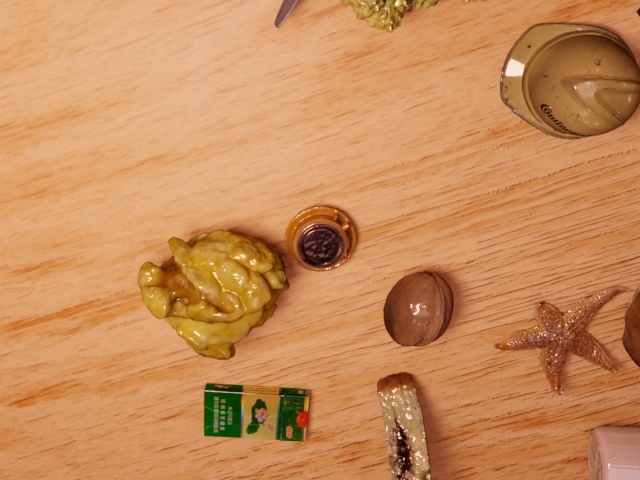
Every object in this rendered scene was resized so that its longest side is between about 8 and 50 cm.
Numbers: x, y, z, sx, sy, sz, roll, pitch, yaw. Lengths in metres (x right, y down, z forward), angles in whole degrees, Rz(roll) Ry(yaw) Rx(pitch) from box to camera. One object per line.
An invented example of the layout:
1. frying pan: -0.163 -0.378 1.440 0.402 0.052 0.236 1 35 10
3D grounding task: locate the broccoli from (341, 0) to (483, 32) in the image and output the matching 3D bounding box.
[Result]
1. broccoli: 0.143 -0.470 0.966 0.348 0.281 0.293 -19 120 8

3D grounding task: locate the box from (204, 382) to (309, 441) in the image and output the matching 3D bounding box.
1. box: -0.145 0.390 1.472 0.235 0.034 0.132 4 113 -2

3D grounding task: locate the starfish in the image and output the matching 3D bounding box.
1. starfish: 0.538 0.212 1.392 0.295 0.048 0.231 -32 99 11

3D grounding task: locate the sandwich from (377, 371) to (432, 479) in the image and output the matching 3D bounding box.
1. sandwich: 0.185 0.468 1.391 0.100 0.254 0.288 -6 111 9

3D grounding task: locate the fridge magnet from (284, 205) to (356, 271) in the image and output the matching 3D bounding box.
1. fridge magnet: 0.000 0.000 1.289 0.143 0.063 0.143 -1 113 -3

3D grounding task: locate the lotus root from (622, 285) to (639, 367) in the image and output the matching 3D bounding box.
1. lotus root: 0.766 0.184 1.316 0.272 0.192 0.272 2 108 5

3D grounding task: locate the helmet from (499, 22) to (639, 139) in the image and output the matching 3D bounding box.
1. helmet: 0.458 -0.268 1.135 0.258 0.137 0.204 13 113 -6

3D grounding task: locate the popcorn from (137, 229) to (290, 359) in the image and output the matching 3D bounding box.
1. popcorn: -0.192 0.087 1.253 0.250 0.235 0.242 -36 151 2

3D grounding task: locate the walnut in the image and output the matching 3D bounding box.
1. walnut: 0.198 0.139 1.311 0.140 0.140 0.162 5 103 -2

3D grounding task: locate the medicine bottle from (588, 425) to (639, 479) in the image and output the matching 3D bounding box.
1. medicine bottle: 0.804 0.506 1.413 0.395 0.242 0.242 -3 113 6

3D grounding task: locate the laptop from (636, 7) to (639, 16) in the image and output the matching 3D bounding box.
1. laptop: 0.671 -0.385 1.153 0.197 0.016 0.135 42 106 -18

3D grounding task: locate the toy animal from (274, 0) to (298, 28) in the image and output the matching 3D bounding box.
1. toy animal: -0.084 -0.480 1.042 0.176 0.255 0.239 -26 93 -29
